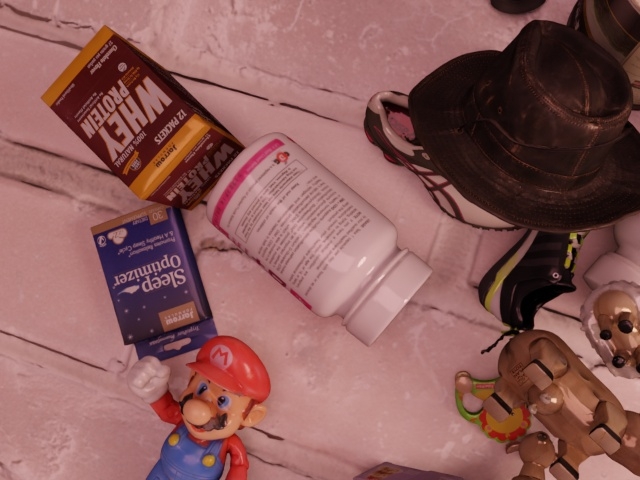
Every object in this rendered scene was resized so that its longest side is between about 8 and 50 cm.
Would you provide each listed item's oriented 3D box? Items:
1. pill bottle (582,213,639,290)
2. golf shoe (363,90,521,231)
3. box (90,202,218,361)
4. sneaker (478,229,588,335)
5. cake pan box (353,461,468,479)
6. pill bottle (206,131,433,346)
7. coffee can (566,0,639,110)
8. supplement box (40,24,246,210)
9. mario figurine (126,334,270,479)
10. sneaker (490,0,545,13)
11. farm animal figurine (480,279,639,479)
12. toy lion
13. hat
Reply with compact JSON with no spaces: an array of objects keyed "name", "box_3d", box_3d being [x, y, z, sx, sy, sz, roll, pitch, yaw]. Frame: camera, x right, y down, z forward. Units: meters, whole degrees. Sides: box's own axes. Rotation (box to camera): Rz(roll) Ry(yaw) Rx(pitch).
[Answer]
[{"name":"pill bottle","box_3d":[0.471,-0.024,0.821,0.169,0.169,0.301,44,94,9]},{"name":"golf shoe","box_3d":[0.169,-0.103,0.906,0.273,0.120,0.105,35,92,9]},{"name":"box","box_3d":[-0.247,0.065,1.013,0.136,0.036,0.225,-19,85,9]},{"name":"sneaker","box_3d":[0.308,0.027,0.877,0.234,0.084,0.097,-54,43,13]},{"name":"cake pan box","box_3d":[0.159,0.414,0.822,0.070,0.267,0.245,-11,89,-34]},{"name":"pill bottle","box_3d":[0.000,0.000,0.908,0.283,0.160,0.160,40,94,10]},{"name":"coffee can","box_3d":[0.415,-0.283,0.790,0.202,0.275,0.201,-1,87,10]},{"name":"supplement box","box_3d":[-0.234,-0.159,0.942,0.194,0.191,0.129,44,95,9]},{"name":"mario figurine","box_3d":[-0.180,0.277,0.917,0.198,0.170,0.320,19,100,-24]},{"name":"sneaker","box_3d":[0.282,-0.486,0.893,0.125,0.139,0.340,1,86,12]},{"name":"farm animal figurine","box_3d":[0.315,0.242,0.816,0.330,0.172,0.326,-33,85,31]},{"name":"toy lion","box_3d":[0.235,0.227,0.922,0.100,0.034,0.096,-3,94,9]},{"name":"hat","box_3d":[0.261,-0.168,0.792,0.331,0.134,0.331,4,48,-4]}]
